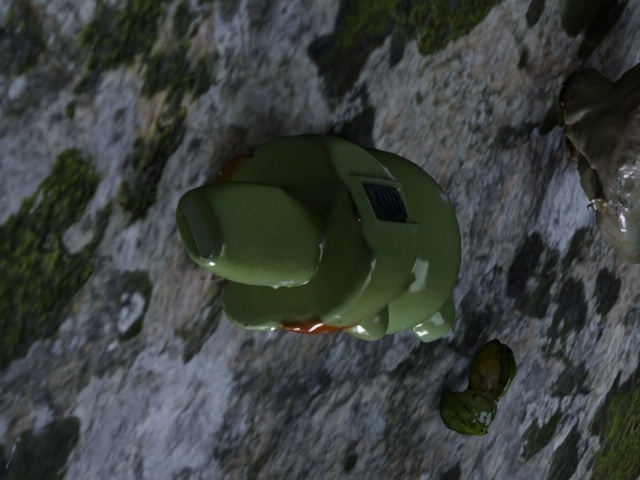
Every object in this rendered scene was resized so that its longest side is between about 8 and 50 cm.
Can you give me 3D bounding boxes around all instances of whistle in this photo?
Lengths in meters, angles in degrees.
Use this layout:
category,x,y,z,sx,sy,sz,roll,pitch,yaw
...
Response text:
category,x,y,z,sx,sy,sz,roll,pitch,yaw
whistle,0.000,0.000,1.074,0.106,0.131,0.288,-28,166,25

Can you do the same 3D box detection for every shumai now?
category,x,y,z,sx,sy,sz,roll,pitch,yaw
shumai,0.242,-0.091,1.411,0.201,0.120,0.201,-45,151,-34

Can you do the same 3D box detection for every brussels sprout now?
category,x,y,z,sx,sy,sz,roll,pitch,yaw
brussels sprout,0.129,0.121,1.473,0.083,0.046,0.051,-46,154,-32
